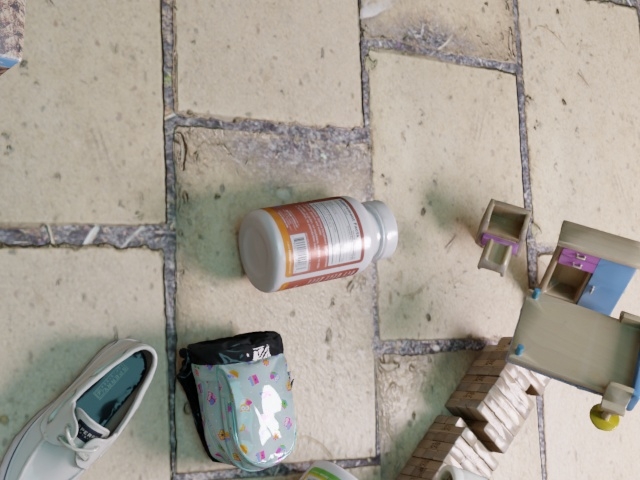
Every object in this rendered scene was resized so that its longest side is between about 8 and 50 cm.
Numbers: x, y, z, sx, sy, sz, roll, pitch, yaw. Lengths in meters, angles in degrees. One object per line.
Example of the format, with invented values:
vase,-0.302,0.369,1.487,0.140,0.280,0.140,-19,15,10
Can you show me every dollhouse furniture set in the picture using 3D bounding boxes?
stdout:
dollhouse furniture set,0.350,0.142,1.437,0.286,0.198,0.303,17,54,9

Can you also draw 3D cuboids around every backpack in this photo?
backpack,-0.105,0.222,1.246,0.152,0.115,0.182,-6,89,-33

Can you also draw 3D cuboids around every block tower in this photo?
block tower,0.239,0.306,1.444,0.097,0.091,0.335,48,64,-15

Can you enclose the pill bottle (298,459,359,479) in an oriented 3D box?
pill bottle,-0.029,0.435,1.247,0.136,0.136,0.245,50,63,-15

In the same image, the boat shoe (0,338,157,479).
boat shoe,-0.299,0.236,1.148,0.096,0.088,0.267,49,63,-16

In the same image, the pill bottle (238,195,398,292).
pill bottle,0.000,0.000,1.332,0.216,0.121,0.121,-10,88,-31

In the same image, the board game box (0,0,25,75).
board game box,-0.475,-0.247,0.983,0.232,0.291,0.141,7,81,-35

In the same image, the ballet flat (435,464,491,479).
ballet flat,0.106,0.480,1.258,0.139,0.139,0.400,44,73,-18
